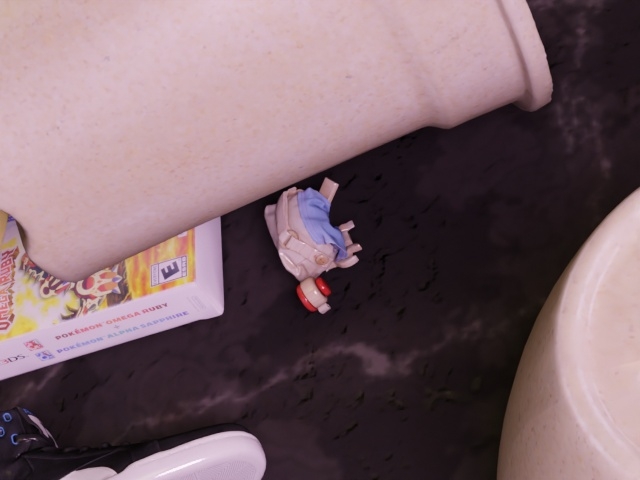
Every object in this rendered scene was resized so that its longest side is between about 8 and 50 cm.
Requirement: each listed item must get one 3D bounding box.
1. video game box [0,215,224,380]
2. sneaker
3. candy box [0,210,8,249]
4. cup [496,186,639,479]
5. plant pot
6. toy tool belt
[{"bbox_3d":[-0.162,-0.016,1.016,0.187,0.048,0.205,-19,50,17],"label":"video game box"},{"bbox_3d":[-0.144,0.135,0.874,0.217,0.079,0.121,-29,50,7],"label":"sneaker"},{"bbox_3d":[-0.361,-0.030,1.066,0.316,0.087,0.183,-17,50,28],"label":"candy box"},{"bbox_3d":[0.210,0.090,0.625,0.331,0.237,0.331,-14,52,18],"label":"cup"},{"bbox_3d":[-0.081,-0.144,0.871,0.305,0.334,0.334,-31,49,2],"label":"plant pot"},{"bbox_3d":[0.000,0.000,0.919,0.051,0.052,0.083,-34,49,12],"label":"toy tool belt"}]
